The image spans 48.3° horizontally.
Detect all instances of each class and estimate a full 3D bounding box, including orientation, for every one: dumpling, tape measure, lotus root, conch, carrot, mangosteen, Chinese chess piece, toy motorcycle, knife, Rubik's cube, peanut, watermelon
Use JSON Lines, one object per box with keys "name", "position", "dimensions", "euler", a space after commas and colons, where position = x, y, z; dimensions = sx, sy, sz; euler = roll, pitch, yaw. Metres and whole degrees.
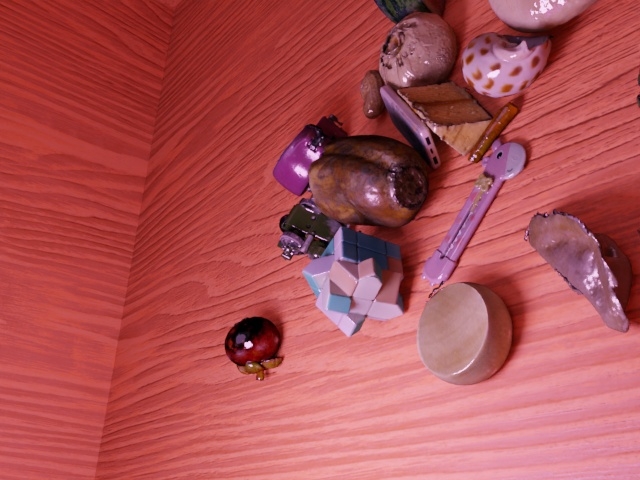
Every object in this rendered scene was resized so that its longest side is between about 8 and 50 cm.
{"name": "dumpling", "position": [0.519, 0.021, 1.390], "dimensions": [0.332, 0.086, 0.166], "euler": [-123, 28, -51]}
{"name": "tape measure", "position": [-0.031, -0.259, 2.230], "dimensions": [0.245, 0.149, 0.231], "euler": [-52, 1, 33]}
{"name": "lotus root", "position": [0.141, -0.155, 1.897], "dimensions": [0.346, 0.250, 0.251], "euler": [16, 86, 56]}
{"name": "conch", "position": [0.428, -0.419, 1.704], "dimensions": [0.275, 0.182, 0.149], "euler": [-129, 36, -65]}
{"name": "carrot", "position": [0.417, -0.259, 1.733], "dimensions": [0.171, 0.042, 0.042], "euler": [-57, 35, 24]}
{"name": "mangosteen", "position": [-0.203, 0.335, 2.204], "dimensions": [0.200, 0.199, 0.200], "euler": [-31, 49, 44]}
{"name": "Chinese chess piece", "position": [0.317, 0.201, 1.577], "dimensions": [0.237, 0.092, 0.238], "euler": [-31, 50, 45]}
{"name": "toy motorcycle", "position": [0.000, 0.000, 2.063], "dimensions": [0.205, 0.275, 0.127], "euler": [-60, -5, -30]}
{"name": "knife", "position": [0.358, -0.062, 1.709], "dimensions": [0.399, 0.038, 0.132], "euler": [-62, 31, 12]}
{"name": "Rubik's cube", "position": [0.088, 0.105, 1.816], "dimensions": [0.213, 0.265, 0.224], "euler": [-90, 23, -45]}
{"name": "peanut", "position": [0.158, -0.441, 2.166], "dimensions": [0.080, 0.080, 0.175], "euler": [-29, 50, 45]}
{"name": "watermelon", "position": [0.251, -0.797, 2.134], "dimensions": [0.250, 0.283, 0.293], "euler": [-2, 44, 40]}

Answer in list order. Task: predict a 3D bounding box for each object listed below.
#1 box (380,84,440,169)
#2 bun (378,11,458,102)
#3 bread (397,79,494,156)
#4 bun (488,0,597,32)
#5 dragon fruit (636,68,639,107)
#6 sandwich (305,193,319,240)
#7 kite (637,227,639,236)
{"name": "box", "position": [0.242, -0.310, 1.929], "dimensions": [0.044, 0.142, 0.285], "euler": [-28, 40, 0]}
{"name": "bun", "position": [0.259, -0.521, 2.002], "dimensions": [0.259, 0.152, 0.259], "euler": [-34, 45, 41]}
{"name": "bread", "position": [0.320, -0.325, 1.839], "dimensions": [0.178, 0.142, 0.266], "euler": [-21, 40, -3]}
{"name": "bun", "position": [0.523, -0.656, 1.616], "dimensions": [0.361, 0.213, 0.361], "euler": [-36, 37, 33]}
{"name": "dragon fruit", "position": [0.680, -0.301, 1.259], "dimensions": [0.273, 0.198, 0.218], "euler": [-56, -2, -19]}
{"name": "sandwich", "position": [0.007, -0.074, 2.183], "dimensions": [0.090, 0.088, 0.245], "euler": [22, 87, 48]}
{"name": "kite", "position": [0.644, 0.122, 1.215], "dimensions": [0.204, 0.022, 0.361], "euler": [-28, 55, 46]}
